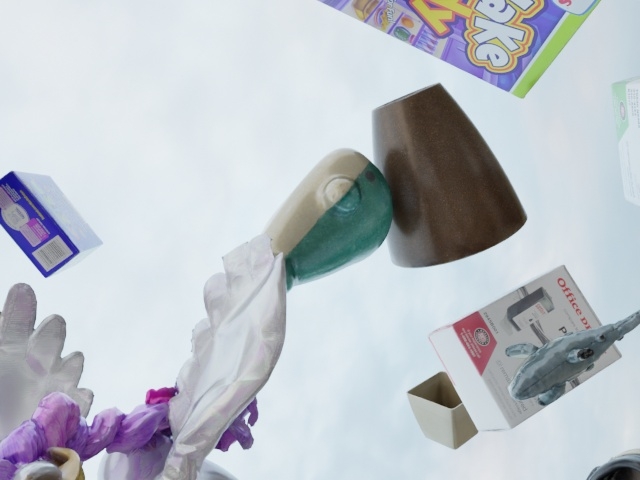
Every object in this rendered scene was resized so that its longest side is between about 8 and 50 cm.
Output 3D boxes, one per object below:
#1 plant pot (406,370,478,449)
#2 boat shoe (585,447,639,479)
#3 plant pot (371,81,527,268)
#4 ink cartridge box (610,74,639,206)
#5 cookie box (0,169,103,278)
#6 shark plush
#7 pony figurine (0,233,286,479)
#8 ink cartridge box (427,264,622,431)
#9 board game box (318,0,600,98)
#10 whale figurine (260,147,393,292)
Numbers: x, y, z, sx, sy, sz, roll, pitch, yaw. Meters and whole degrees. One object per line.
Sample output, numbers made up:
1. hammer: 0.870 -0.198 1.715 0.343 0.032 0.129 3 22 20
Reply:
1. plant pot: 0.238 0.318 1.008 0.109 0.109 0.096 -17 -76 -37
2. boat shoe: 0.384 0.524 0.729 0.156 0.187 0.500 30 -104 -40
3. plant pot: 0.168 -0.109 0.821 0.215 0.215 0.230 -36 -72 -48
4. ink cartridge box: 0.524 -0.135 0.755 0.278 0.117 0.201 -64 -39 -73
5. cookie box: -0.259 -0.017 0.518 0.040 0.107 0.091 -37 -81 -6
6. shark plush: 0.275 0.128 0.577 0.067 0.161 0.073 34 -143 -71
7. pony figurine: -0.132 0.184 0.417 0.351 0.303 0.363 -110 1 -57
8. ink cartridge box: 0.293 0.153 0.788 0.218 0.092 0.158 -23 -103 -21
9. board game box: 0.057 -0.221 0.217 0.078 0.233 0.347 -61 -6 -13
10. whale figurine: 0.000 0.000 0.718 0.141 0.216 0.272 41 -131 -6
